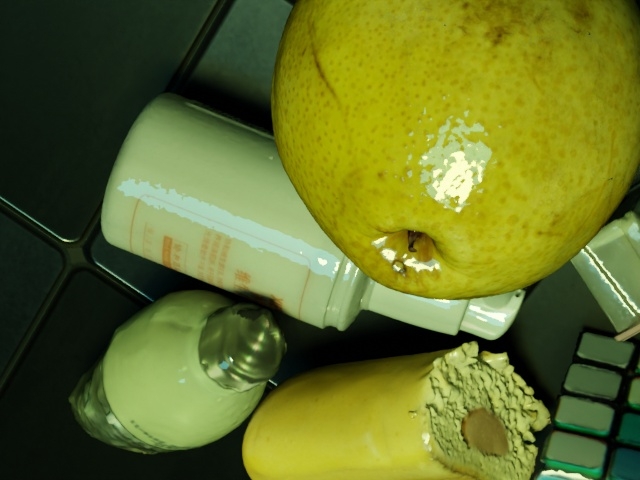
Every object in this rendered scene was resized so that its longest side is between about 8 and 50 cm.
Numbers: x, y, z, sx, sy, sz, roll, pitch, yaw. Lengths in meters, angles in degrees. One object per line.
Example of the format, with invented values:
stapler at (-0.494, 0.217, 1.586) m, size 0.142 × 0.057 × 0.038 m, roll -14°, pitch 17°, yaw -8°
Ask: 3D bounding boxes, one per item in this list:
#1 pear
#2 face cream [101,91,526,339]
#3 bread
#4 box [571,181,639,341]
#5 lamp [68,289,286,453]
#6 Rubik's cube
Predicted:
pear at (0.073, -0.066, 0.933) m, size 0.208 × 0.209 × 0.209 m, roll 8°, pitch 119°, yaw 15°
face cream at (0.000, 0.000, 1.060) m, size 0.251 × 0.101 × 0.101 m, roll 22°, pitch 122°, yaw 7°
bread at (0.042, 0.119, 1.100) m, size 0.173 × 0.085 × 0.134 m, roll -11°, pitch 152°, yaw 33°
box at (0.184, 0.007, 1.010) m, size 0.060 × 0.085 × 0.063 m, roll -32°, pitch 97°, yaw 31°
lamp at (-0.095, 0.085, 1.118) m, size 0.101 × 0.101 × 0.250 m, roll 49°, pitch 150°, yaw -10°
Rubik's cube at (0.201, 0.167, 1.044) m, size 0.151 × 0.155 × 0.154 m, roll 12°, pitch 120°, yaw 13°
